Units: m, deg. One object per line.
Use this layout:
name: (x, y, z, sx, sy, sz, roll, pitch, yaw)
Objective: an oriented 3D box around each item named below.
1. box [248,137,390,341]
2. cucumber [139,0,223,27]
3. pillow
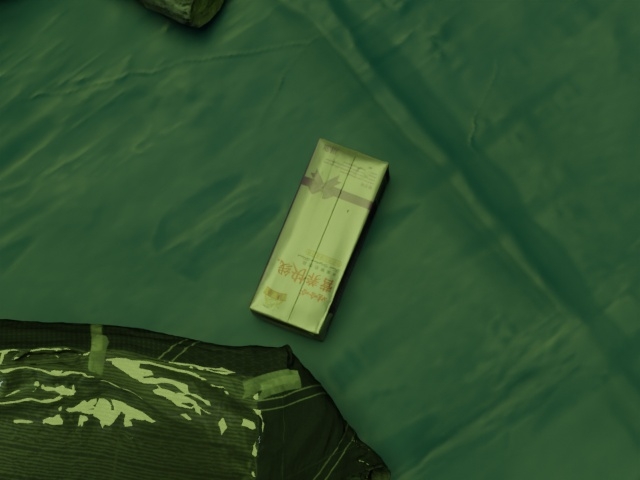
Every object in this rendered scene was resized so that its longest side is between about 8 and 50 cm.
box: (0.000, 0.000, 1.130, 0.050, 0.036, 0.117, 22, 82, 10)
cucumber: (-0.109, -0.183, 1.168, 0.112, 0.064, 0.064, 40, 84, 13)
pillow: (-0.124, 0.127, 1.075, 0.335, 0.092, 0.162, 6, 106, 0)
